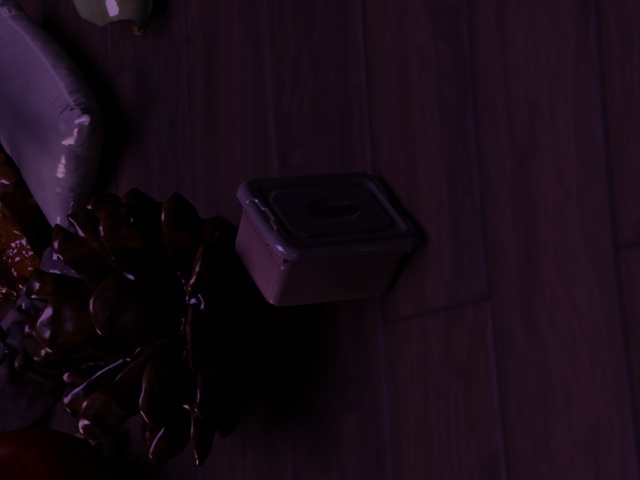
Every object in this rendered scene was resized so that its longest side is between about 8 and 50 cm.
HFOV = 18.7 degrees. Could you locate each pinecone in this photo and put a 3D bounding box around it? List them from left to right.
[{"bbox_3d":[-0.129,0.065,1.496,0.201,0.229,0.202,29,78,20],"label":"pinecone"}]

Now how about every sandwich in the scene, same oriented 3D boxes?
[{"bbox_3d":[-0.340,-0.028,1.867,0.160,0.109,0.185,-22,69,55],"label":"sandwich"}]

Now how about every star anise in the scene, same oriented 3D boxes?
[{"bbox_3d":[-0.247,0.080,1.715,0.229,0.093,0.236,-62,15,-24],"label":"star anise"}]

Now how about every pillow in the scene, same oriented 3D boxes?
[{"bbox_3d":[-0.268,-0.120,1.819,0.254,0.078,0.144,51,135,43],"label":"pillow"}]

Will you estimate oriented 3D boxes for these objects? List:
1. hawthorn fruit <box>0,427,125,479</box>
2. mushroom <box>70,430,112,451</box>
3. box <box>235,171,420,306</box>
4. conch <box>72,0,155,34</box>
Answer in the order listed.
[{"bbox_3d":[-0.249,0.254,1.609,0.266,0.210,0.230,89,-179,-59],"label":"hawthorn fruit"},{"bbox_3d":[-0.262,0.197,1.807,0.286,0.028,0.026,-18,75,55],"label":"mushroom"},{"bbox_3d":[0.000,0.000,1.420,0.089,0.122,0.062,54,137,41],"label":"box"},{"bbox_3d":[-0.202,-0.316,1.748,0.143,0.137,0.250,2,107,27],"label":"conch"}]
